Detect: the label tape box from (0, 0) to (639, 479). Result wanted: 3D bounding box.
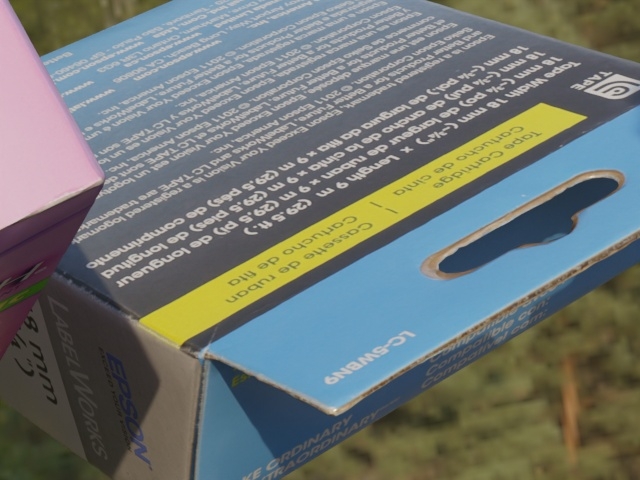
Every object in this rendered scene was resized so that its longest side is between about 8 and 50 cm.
[{"bbox_3d":[0.000,0.000,0.760,0.241,0.106,0.334,-28,33,-28],"label":"label tape box"}]

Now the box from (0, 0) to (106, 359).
[{"bbox_3d":[-0.180,-0.050,0.548,0.117,0.213,0.243,-27,-7,-21],"label":"box"}]
